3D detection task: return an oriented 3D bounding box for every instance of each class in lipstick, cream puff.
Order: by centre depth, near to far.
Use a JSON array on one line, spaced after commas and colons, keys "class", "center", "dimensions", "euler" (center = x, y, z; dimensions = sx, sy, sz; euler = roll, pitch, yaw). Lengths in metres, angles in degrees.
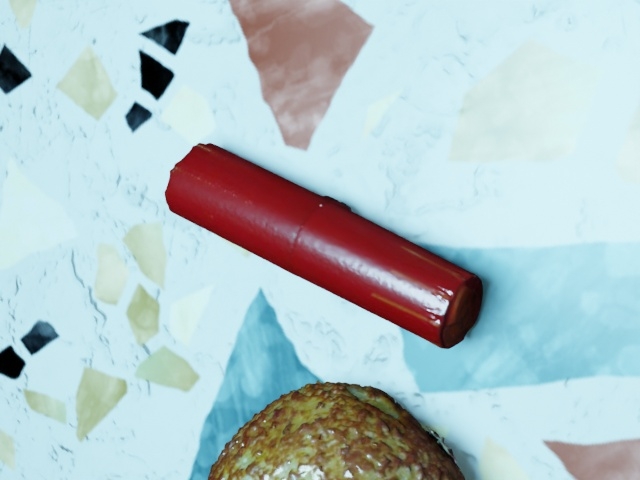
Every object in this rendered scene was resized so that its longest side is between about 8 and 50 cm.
[{"class": "cream puff", "center": [0.003, 0.233, 0.989], "dimensions": [0.240, 0.164, 0.240], "euler": [8, 105, 30]}, {"class": "lipstick", "center": [0.000, 0.001, 1.015], "dimensions": [0.280, 0.073, 0.073], "euler": [27, 108, 26]}]
